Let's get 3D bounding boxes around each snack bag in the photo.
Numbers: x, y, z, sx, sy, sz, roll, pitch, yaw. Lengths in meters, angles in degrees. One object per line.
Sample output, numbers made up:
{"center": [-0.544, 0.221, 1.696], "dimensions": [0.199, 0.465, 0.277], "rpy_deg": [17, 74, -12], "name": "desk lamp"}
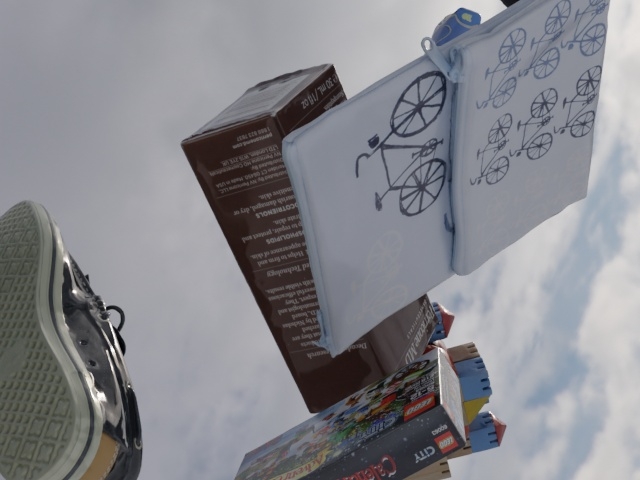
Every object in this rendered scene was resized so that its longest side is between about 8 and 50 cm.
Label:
{"center": [0.125, -0.060, 0.854], "dimensions": [0.342, 0.037, 0.323], "rpy_deg": [-31, -36, -15], "name": "snack bag"}

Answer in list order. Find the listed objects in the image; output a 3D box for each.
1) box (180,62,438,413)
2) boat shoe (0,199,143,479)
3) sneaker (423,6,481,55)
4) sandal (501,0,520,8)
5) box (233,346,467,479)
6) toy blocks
{"center": [0.000, 0.000, 1.137], "dimensions": [0.381, 0.143, 0.191], "rpy_deg": [67, -150, -20], "name": "box"}
{"center": [-0.350, 0.135, 1.198], "dimensions": [0.187, 0.500, 0.156], "rpy_deg": [-41, -44, 7], "name": "boat shoe"}
{"center": [0.165, -0.216, 1.093], "dimensions": [0.211, 0.080, 0.081], "rpy_deg": [-37, -28, -82], "name": "sneaker"}
{"center": [0.290, -0.329, 1.266], "dimensions": [0.054, 0.254, 0.097], "rpy_deg": [-42, 12, 30], "name": "sandal"}
{"center": [0.022, 0.195, 0.865], "dimensions": [0.233, 0.044, 0.159], "rpy_deg": [-31, 6, 11], "name": "box"}
{"center": [0.172, 0.261, 1.569], "dimensions": [0.260, 0.191, 0.381], "rpy_deg": [-15, -67, 2], "name": "toy blocks"}
